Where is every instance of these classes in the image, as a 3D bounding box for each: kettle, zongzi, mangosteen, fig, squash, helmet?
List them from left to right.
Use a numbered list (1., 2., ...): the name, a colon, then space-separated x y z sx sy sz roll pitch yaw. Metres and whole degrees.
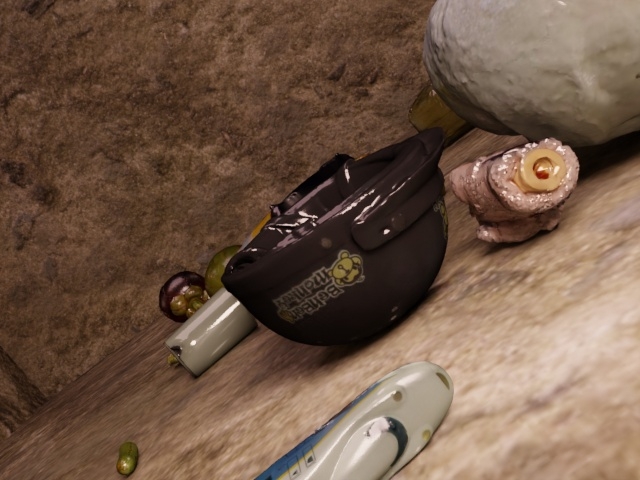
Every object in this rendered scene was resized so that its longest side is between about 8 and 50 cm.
1. squash: -0.263 0.298 0.782 0.027 0.027 0.083 -39 9 -14
2. mangosteen: -0.410 0.179 1.769 0.166 0.166 0.180 -40 32 -24
3. kettle: -0.203 0.169 1.046 0.148 0.098 0.127 -43 14 -17
4. fig: -0.155 0.103 1.141 0.151 0.151 0.259 -37 22 2
5. helmet: 0.039 0.014 0.609 0.279 0.160 0.230 -27 13 24
6. zongzi: 0.398 -0.373 1.340 0.356 0.174 0.393 -42 14 -5

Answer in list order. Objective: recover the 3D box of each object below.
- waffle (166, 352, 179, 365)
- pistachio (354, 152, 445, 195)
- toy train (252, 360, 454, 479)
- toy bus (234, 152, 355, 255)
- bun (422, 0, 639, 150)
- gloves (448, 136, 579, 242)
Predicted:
1. waffle: -0.255 0.210 1.258 0.183 0.036 0.169 -28 10 48
2. pistachio: 0.140 -0.125 0.997 0.089 0.173 0.049 -45 -24 -71
3. toy train: -0.007 0.160 0.355 0.234 0.052 0.051 -37 10 -3
4. toy bus: 0.000 0.000 0.918 0.162 0.171 0.386 -49 0 27
5. bun: 0.285 -0.212 0.574 0.362 0.211 0.362 -24 9 4
6. gloves: 0.188 -0.047 0.549 0.110 0.094 0.144 -26 -9 17
